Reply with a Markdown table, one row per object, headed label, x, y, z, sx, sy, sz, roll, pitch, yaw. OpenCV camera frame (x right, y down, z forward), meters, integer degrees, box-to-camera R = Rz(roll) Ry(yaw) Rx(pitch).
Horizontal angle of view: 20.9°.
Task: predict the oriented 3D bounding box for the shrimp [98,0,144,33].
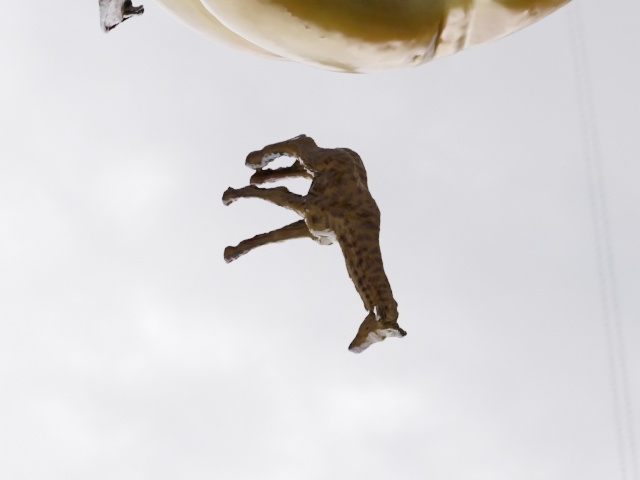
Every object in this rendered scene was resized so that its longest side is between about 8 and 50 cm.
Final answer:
| label | x | y | z | sx | sy | sz | roll | pitch | yaw |
| --- | --- | --- | --- | --- | --- | --- | --- | --- | --- |
| shrimp | -0.139 | -0.254 | 1.476 | 0.035 | 0.148 | 0.195 | 28 | -120 | 6 |

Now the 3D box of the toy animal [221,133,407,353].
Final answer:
| label | x | y | z | sx | sy | sz | roll | pitch | yaw |
| --- | --- | --- | --- | --- | --- | --- | --- | --- | --- |
| toy animal | 0.007 | -0.007 | 1.527 | 0.275 | 0.149 | 0.054 | 34 | 170 | 42 |

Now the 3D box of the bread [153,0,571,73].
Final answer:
| label | x | y | z | sx | sy | sz | roll | pitch | yaw |
| --- | --- | --- | --- | --- | --- | --- | --- | --- | --- |
| bread | 0.063 | -0.283 | 1.095 | 0.424 | 0.329 | 0.245 | -24 | -160 | -20 |
